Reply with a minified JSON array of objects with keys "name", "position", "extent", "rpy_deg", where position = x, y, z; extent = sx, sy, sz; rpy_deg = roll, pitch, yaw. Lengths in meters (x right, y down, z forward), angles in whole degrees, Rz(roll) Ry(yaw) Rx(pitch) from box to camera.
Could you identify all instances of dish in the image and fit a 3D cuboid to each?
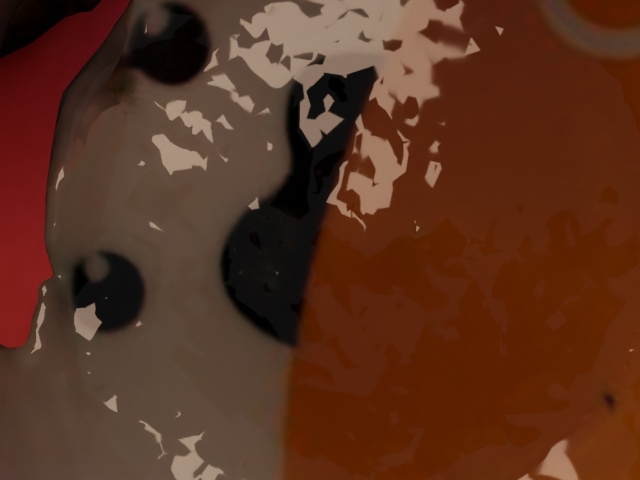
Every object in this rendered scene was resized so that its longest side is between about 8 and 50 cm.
[{"name":"dish","position":[0.000,0.000,0.342],"extent":[0.303,0.120,0.303],"rpy_deg":[1,96,15]}]

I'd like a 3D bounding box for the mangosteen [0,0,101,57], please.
[{"name":"mangosteen","position":[-0.212,-0.232,0.444],"extent":[0.421,0.381,0.381],"rpy_deg":[18,82,20]}]
